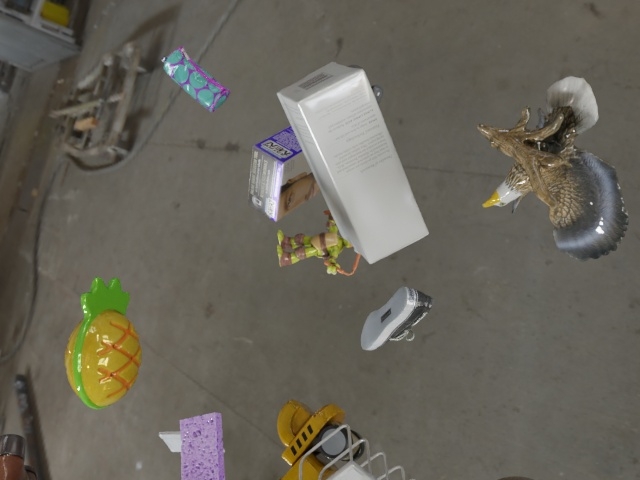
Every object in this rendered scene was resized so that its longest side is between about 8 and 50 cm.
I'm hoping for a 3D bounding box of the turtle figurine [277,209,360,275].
[{"bbox_3d":[0.000,0.000,1.830,0.217,0.087,0.270,-7,52,6],"label":"turtle figurine"}]

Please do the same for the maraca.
[{"bbox_3d":[-0.307,0.145,1.004,0.099,0.127,0.186,0,87,16],"label":"maraca"}]

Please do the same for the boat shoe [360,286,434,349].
[{"bbox_3d":[0.216,0.230,2.000,0.306,0.104,0.113,124,154,-44],"label":"boat shoe"}]

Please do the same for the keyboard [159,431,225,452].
[{"bbox_3d":[-0.353,0.547,1.916,0.256,0.072,0.014,-16,26,45],"label":"keyboard"}]

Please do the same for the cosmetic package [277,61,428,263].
[{"bbox_3d":[0.068,-0.166,1.510,0.156,0.385,0.217,-29,24,-5],"label":"cosmetic package"}]

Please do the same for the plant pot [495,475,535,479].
[{"bbox_3d":[0.393,0.555,1.305,0.230,0.215,0.216,78,-162,-74],"label":"plant pot"}]

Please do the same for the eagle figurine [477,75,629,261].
[{"bbox_3d":[0.369,-0.109,1.155,0.225,0.298,0.227,-4,73,39],"label":"eagle figurine"}]

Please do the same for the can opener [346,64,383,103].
[{"bbox_3d":[0.087,-0.388,1.725,0.283,0.075,0.095,-138,67,-71],"label":"can opener"}]

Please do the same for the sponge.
[{"bbox_3d":[-0.295,0.545,1.761,0.117,0.031,0.210,-17,66,25],"label":"sponge"}]

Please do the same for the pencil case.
[{"bbox_3d":[-0.265,-0.345,1.508,0.064,0.151,0.070,-46,-3,-46],"label":"pencil case"}]

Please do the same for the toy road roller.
[{"bbox_3d":[-0.047,0.615,2.050,0.240,0.202,0.330,38,85,25],"label":"toy road roller"}]

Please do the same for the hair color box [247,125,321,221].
[{"bbox_3d":[-0.037,-0.211,1.838,0.110,0.338,0.185,32,135,24],"label":"hair color box"}]

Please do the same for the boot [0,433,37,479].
[{"bbox_3d":[-0.658,0.592,1.474,0.281,0.096,0.264,-100,26,-42],"label":"boot"}]

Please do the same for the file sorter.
[{"bbox_3d":[0.103,0.626,1.758,0.193,0.277,0.173,-43,19,18],"label":"file sorter"}]
